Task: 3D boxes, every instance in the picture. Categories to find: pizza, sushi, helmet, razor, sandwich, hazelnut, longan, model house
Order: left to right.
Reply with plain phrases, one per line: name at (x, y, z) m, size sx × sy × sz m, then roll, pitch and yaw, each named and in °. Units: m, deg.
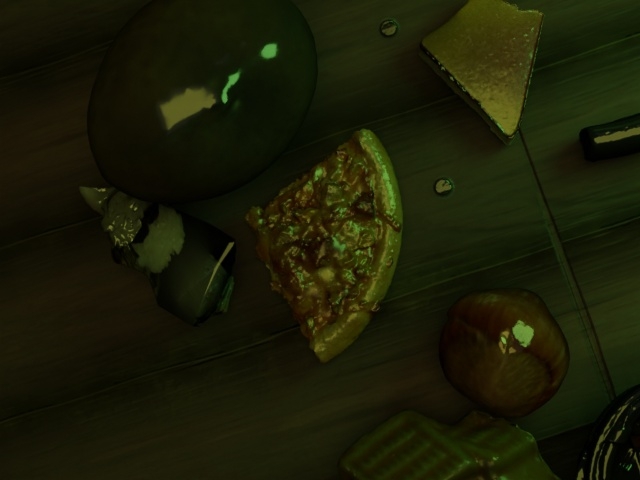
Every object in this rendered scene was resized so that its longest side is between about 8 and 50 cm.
sushi at (-0.227, 0.004, 1.412) m, size 0.273 × 0.109 × 0.134 m, roll 32°, pitch 92°, yaw 22°
longan at (-0.154, -0.195, 1.318) m, size 0.288 × 0.288 × 0.350 m, roll 36°, pitch 65°, yaw 7°
pizza at (0.000, 0.000, 1.392) m, size 0.226 × 0.086 × 0.335 m, roll 12°, pitch 87°, yaw 5°
model house at (0.164, 0.334, 1.316) m, size 0.268 × 0.173 × 0.239 m, roll -33°, pitch 74°, yaw -12°
sandwich at (0.260, -0.257, 1.405) m, size 0.162 × 0.058 × 0.193 m, roll -41°, pitch 80°, yaw 0°
hazelnut at (0.247, 0.140, 1.314) m, size 0.182 × 0.182 × 0.182 m, roll 0°, pitch 85°, yaw 5°
razor at (0.434, -0.149, 1.364) m, size 0.148 × 0.090 × 0.054 m, roll -18°, pitch 82°, yaw 6°
helmet at (0.442, 0.302, 1.283) m, size 0.230 × 0.160 × 0.279 m, roll 43°, pitch 89°, yaw 3°
